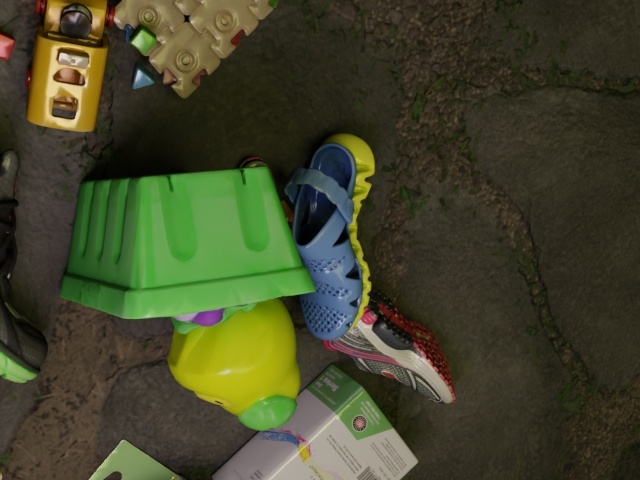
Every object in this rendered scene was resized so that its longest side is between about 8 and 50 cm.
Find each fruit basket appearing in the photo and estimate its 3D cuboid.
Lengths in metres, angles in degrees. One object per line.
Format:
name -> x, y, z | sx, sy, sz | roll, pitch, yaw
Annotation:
fruit basket -> -0.167, 0.088, 1.360 | 0.283, 0.392, 0.391 | -7, 109, -27

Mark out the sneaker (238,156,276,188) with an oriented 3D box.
sneaker -> -0.086, -0.039, 1.527 | 0.063, 0.075, 0.170 | -7, 102, -19

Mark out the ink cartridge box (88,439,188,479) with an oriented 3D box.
ink cartridge box -> -0.270, 0.440, 1.604 | 0.171, 0.056, 0.235 | -50, 124, -5

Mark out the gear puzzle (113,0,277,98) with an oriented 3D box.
gear puzzle -> -0.136, -0.372, 1.424 | 0.339, 0.044, 0.175 | -48, 120, -11

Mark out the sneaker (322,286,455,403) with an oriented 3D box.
sneaker -> 0.123, 0.187, 1.714 | 0.112, 0.120, 0.299 | -36, 125, 20

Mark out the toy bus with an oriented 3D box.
toy bus -> -0.316, -0.238, 1.299 | 0.191, 0.104, 0.202 | -34, 121, 4

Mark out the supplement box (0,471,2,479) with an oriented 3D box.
supplement box -> -0.540, 0.260, 1.217 | 0.195, 0.356, 0.194 | 24, 93, -33

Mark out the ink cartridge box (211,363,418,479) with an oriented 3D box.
ink cartridge box -> -0.008, 0.377, 1.687 | 0.278, 0.117, 0.201 | -42, 121, -11

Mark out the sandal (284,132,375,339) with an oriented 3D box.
sandal -> 0.000, 0.000, 1.549 | 0.138, 0.126, 0.317 | -17, 108, -56

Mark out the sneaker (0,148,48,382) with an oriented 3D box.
sneaker -> -0.442, -0.014, 1.284 | 0.202, 0.185, 0.482 | -36, 129, -26

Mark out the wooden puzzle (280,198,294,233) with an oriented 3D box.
wooden puzzle -> -0.076, -0.001, 1.590 | 0.116, 0.014, 0.078 | -49, 118, -7
